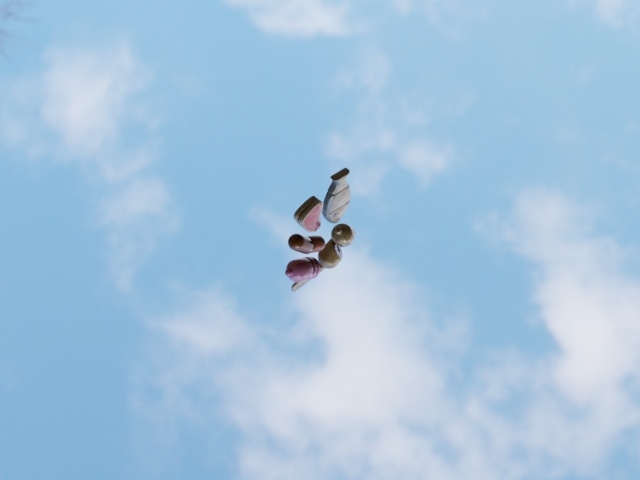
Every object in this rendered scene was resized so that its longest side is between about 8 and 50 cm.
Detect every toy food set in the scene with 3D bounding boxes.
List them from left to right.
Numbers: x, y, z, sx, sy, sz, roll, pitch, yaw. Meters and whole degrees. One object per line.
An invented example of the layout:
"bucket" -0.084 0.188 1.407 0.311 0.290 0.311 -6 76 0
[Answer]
"toy food set" 0.000 0.000 1.095 0.078 0.122 0.019 -37 -117 -21
